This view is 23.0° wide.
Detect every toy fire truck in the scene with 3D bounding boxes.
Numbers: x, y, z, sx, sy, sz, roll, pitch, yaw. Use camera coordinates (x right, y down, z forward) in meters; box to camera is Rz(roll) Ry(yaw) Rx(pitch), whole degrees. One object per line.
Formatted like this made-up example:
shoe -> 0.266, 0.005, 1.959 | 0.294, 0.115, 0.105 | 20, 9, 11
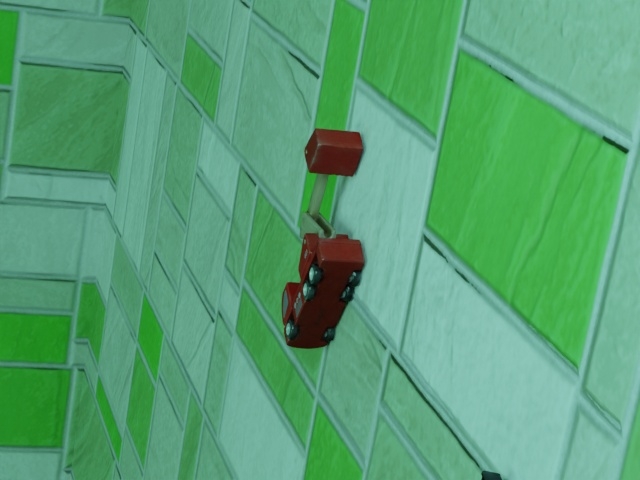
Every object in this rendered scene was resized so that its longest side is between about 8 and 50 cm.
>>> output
toy fire truck -> 0.000, 0.000, 1.529 | 0.192, 0.047, 0.135 | 112, 155, -46

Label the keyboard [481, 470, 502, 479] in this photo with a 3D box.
keyboard -> 0.140, 0.242, 1.091 | 0.180, 0.023, 0.108 | -109, 22, -48
